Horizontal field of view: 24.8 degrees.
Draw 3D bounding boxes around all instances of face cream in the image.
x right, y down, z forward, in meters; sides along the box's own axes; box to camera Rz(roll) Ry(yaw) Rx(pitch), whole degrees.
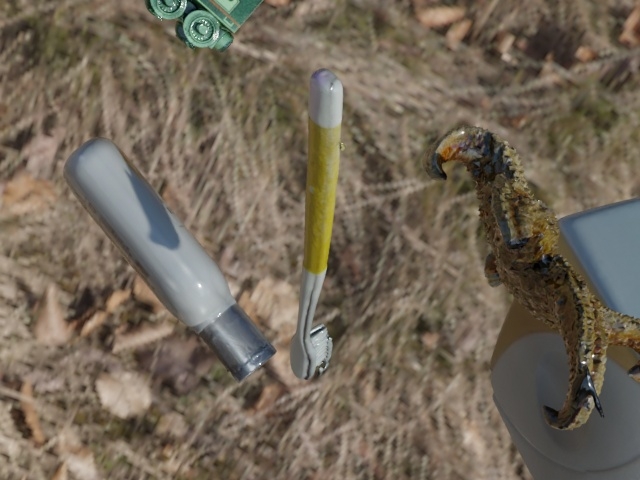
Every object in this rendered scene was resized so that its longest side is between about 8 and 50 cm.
[{"bbox_3d":[-0.157,0.022,1.517,0.071,0.144,0.291,-39,85,-8],"label":"face cream"}]

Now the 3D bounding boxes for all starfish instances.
[{"bbox_3d":[0.196,0.038,1.270,0.312,0.113,0.303,47,13,-36],"label":"starfish"}]

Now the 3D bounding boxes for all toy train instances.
[{"bbox_3d":[-0.072,-0.138,0.769,0.083,0.053,0.033,41,3,-16],"label":"toy train"}]

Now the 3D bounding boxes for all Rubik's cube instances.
[{"bbox_3d":[0.446,0.168,1.788,0.351,0.352,0.347,-7,49,-23],"label":"Rubik's cube"}]

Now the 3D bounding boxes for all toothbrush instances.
[{"bbox_3d":[0.000,0.000,0.852,0.024,0.288,0.021,-33,62,-25],"label":"toothbrush"}]
